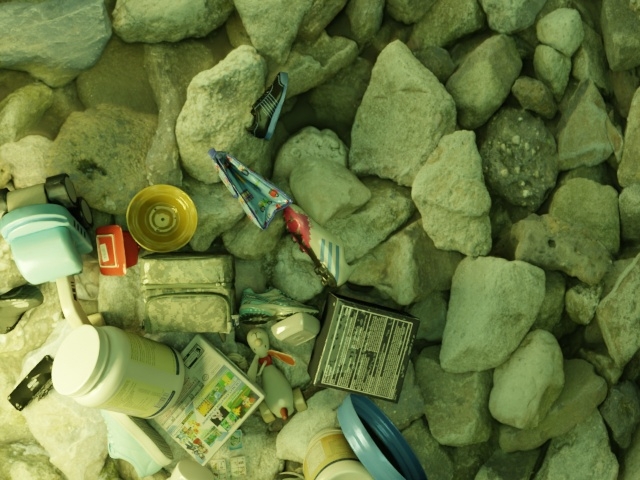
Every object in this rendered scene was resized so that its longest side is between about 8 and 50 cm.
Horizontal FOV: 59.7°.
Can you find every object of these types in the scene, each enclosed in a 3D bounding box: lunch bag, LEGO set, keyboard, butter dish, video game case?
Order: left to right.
[{"bbox_3d":[-0.915,0.471,1.806,0.100,0.038,0.192,42,88,14],"label":"keyboard"},{"bbox_3d":[-0.630,0.027,1.777,0.118,0.160,0.160,-11,96,-50],"label":"butter dish"},{"bbox_3d":[-0.410,0.168,1.766,0.305,0.212,0.256,0,93,-8],"label":"lunch bag"},{"bbox_3d":[-0.386,0.518,1.815,0.300,0.036,0.329,41,100,5],"label":"video game case"},{"bbox_3d":[-0.355,0.701,1.905,0.182,0.060,0.244,-6,106,-9],"label":"LEGO set"},{"bbox_3d":[-0.242,-0.185,1.768,0.138,0.221,0.293,-45,99,-4],"label":"lunch bag"}]

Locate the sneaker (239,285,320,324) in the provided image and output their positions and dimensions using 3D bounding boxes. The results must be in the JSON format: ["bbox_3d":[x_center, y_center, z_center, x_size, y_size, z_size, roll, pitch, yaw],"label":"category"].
[{"bbox_3d":[-0.134,0.210,1.869,0.283,0.110,0.122,7,57,-25],"label":"sneaker"}]

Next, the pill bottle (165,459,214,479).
[{"bbox_3d":[-0.470,0.880,1.823,0.160,0.160,0.283,26,93,-10],"label":"pill bottle"}]

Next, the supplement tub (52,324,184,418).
[{"bbox_3d":[-0.598,0.393,1.674,0.235,0.235,0.325,-56,139,-2],"label":"supplement tub"}]

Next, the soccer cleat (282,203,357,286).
[{"bbox_3d":[0.000,0.000,1.887,0.143,0.116,0.331,-36,101,-21],"label":"soccer cleat"}]

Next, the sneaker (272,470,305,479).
[{"bbox_3d":[-0.055,0.901,1.926,0.271,0.108,0.100,41,89,-8],"label":"sneaker"}]

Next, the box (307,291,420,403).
[{"bbox_3d":[0.139,0.356,1.883,0.294,0.183,0.296,16,89,-11],"label":"box"}]

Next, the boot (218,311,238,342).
[{"bbox_3d":[-0.312,0.275,1.879,0.087,0.042,0.118,-22,97,-9],"label":"boot"}]

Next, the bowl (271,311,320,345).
[{"bbox_3d":[-0.078,0.303,1.858,0.142,0.142,0.053,-28,57,17],"label":"bowl"}]

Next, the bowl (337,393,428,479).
[{"bbox_3d":[0.198,0.668,1.813,0.077,0.391,0.391,-41,99,5],"label":"bowl"}]

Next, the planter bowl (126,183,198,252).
[{"bbox_3d":[-0.508,-0.070,1.795,0.217,0.090,0.217,0,91,-16],"label":"planter bowl"}]

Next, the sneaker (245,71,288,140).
[{"bbox_3d":[-0.175,-0.451,1.833,0.090,0.081,0.232,17,92,-17],"label":"sneaker"}]

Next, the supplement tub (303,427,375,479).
[{"bbox_3d":[0.064,0.770,1.828,0.228,0.316,0.228,-1,95,-7],"label":"supplement tub"}]

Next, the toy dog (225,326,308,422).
[{"bbox_3d":[-0.164,0.469,1.853,0.220,0.161,0.333,-42,99,-5],"label":"toy dog"}]

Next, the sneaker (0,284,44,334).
[{"bbox_3d":[-0.965,0.221,1.725,0.286,0.109,0.130,-13,108,19],"label":"sneaker"}]

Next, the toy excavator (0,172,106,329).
[{"bbox_3d":[-0.787,0.089,1.682,0.222,0.433,0.445,-15,68,-8],"label":"toy excavator"}]

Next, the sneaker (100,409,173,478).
[{"bbox_3d":[-0.645,0.624,1.801,0.150,0.135,0.366,-38,98,-8],"label":"sneaker"}]
